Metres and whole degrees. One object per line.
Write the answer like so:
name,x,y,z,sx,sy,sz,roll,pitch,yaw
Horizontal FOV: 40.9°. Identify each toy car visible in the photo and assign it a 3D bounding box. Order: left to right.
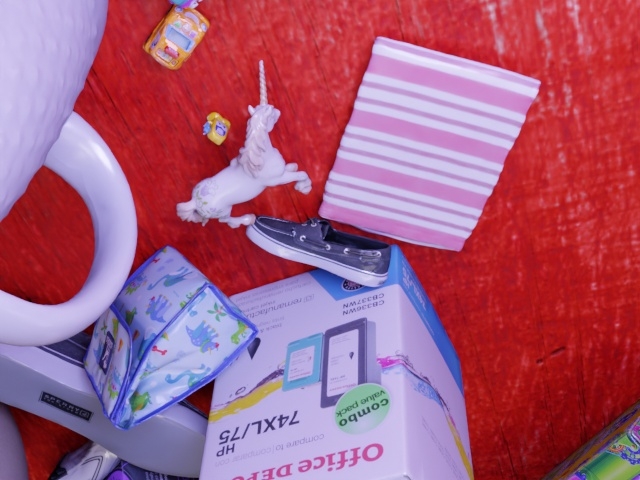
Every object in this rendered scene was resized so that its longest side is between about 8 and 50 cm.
toy car,-0.097,-0.133,0.708,0.060,0.041,0.122,-25,125,22

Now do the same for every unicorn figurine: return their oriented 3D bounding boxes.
unicorn figurine,-0.060,-0.059,0.739,0.162,0.060,0.111,-45,155,14

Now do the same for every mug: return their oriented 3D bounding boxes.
mug,-0.276,-0.080,0.572,0.276,0.328,0.374,-32,123,26

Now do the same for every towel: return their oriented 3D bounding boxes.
towel,0.089,-0.079,0.758,0.144,0.029,0.197,14,130,-6

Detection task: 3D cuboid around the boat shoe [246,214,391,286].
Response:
boat shoe,0.000,0.000,0.805,0.142,0.049,0.040,20,114,9

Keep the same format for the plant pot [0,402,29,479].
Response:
plant pot,-0.446,0.241,0.947,0.284,0.191,0.284,2,131,2

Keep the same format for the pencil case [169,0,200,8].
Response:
pencil case,-0.047,-0.215,0.620,0.151,0.064,0.070,-10,114,11

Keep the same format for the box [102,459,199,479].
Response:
box,-0.138,0.368,1.012,0.270,0.165,0.143,16,132,-36

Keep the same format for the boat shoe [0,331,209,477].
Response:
boat shoe,-0.227,0.155,0.922,0.306,0.105,0.113,23,132,-9

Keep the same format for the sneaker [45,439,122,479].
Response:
sneaker,-0.272,0.282,1.042,0.086,0.085,0.237,41,122,-10

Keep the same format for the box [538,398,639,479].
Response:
box,0.373,0.353,0.926,0.290,0.177,0.279,48,128,16

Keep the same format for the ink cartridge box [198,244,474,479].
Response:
ink cartridge box,0.024,0.184,0.825,0.198,0.270,0.197,-18,127,17

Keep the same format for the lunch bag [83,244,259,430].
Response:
lunch bag,-0.156,0.093,0.811,0.151,0.129,0.096,-47,121,-6
